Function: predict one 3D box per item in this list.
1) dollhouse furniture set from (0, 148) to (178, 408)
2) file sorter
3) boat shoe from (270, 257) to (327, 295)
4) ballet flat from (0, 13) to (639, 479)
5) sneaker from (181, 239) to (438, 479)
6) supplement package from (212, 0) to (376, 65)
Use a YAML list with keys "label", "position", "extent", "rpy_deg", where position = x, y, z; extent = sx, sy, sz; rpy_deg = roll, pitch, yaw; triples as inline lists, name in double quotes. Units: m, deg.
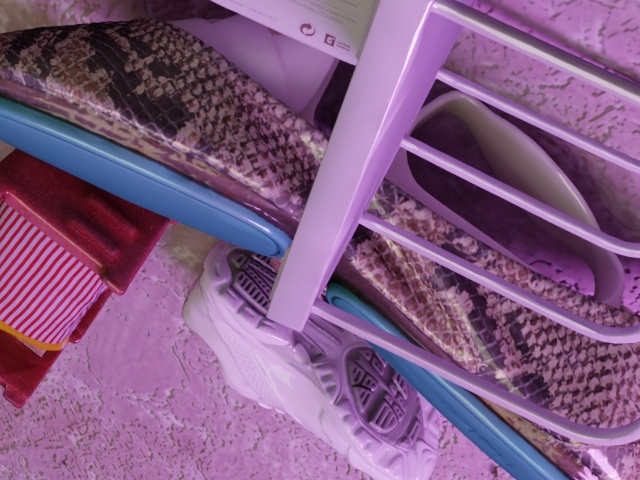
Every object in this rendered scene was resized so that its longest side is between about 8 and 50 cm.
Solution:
- label: "dollhouse furniture set"
  position: [-0.284, -0.079, 0.918]
  extent: [0.374, 0.152, 0.201]
  rpy_deg: [38, 136, -5]
- label: "file sorter"
  position: [0.122, -0.079, 0.595]
  extent: [0.173, 0.278, 0.193]
  rpy_deg: [25, 136, 3]
- label: "boat shoe"
  position: [0.000, 0.000, 0.891]
  extent: [0.183, 0.066, 0.066]
  rpy_deg: [45, 141, 3]
- label: "ballet flat"
  position: [0.021, -0.026, 0.776]
  extent: [0.483, 0.182, 0.164]
  rpy_deg: [33, 170, -3]
- label: "sneaker"
  position: [-0.010, 0.100, 0.973]
  extent: [0.232, 0.090, 0.115]
  rpy_deg: [47, 142, 0]
- label: "supplement package"
  position: [0.013, -0.203, 0.669]
  extent: [0.105, 0.105, 0.179]
  rpy_deg: [26, 135, 9]
